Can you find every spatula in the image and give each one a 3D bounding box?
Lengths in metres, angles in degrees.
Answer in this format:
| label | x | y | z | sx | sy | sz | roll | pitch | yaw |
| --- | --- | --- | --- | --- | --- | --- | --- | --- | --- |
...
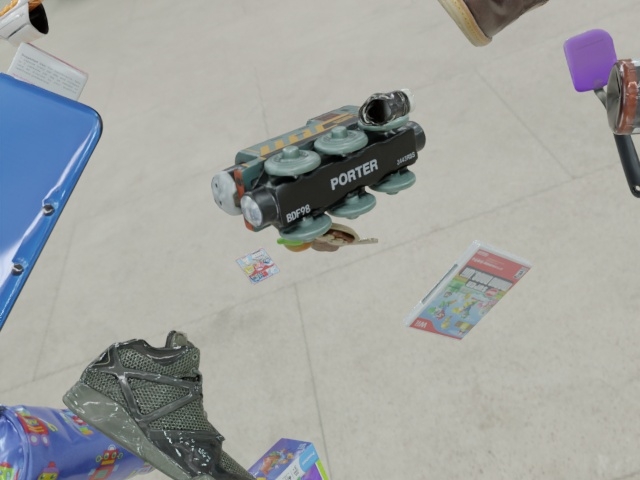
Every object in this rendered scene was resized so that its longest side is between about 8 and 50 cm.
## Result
| label | x | y | z | sx | sy | sz | roll | pitch | yaw |
| --- | --- | --- | --- | --- | --- | --- | --- | --- | --- |
| spatula | 0.489 | -0.206 | 1.171 | 0.084 | 0.296 | 0.030 | -14 | 16 | 49 |

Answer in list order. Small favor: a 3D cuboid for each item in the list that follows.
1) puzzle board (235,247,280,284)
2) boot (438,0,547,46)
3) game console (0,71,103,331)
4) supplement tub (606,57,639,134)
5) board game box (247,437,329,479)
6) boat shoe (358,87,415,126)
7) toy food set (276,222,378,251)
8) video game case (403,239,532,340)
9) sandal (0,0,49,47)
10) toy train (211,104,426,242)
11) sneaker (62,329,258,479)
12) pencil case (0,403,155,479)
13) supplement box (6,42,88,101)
| label | x | y | z | sx | sy | sz | roll | pitch | yaw |
| --- | --- | --- | --- | --- | --- | --- | --- | --- | --- |
| puzzle board | -0.193 | 0.078 | 2.177 | 0.128 | 0.096 | 0.011 | -26 | -14 | -49 |
| boot | 0.222 | -0.292 | 0.694 | 0.207 | 0.090 | 0.248 | -37 | -1 | 30 |
| game console | -0.400 | -0.034 | 0.762 | 0.250 | 0.173 | 0.293 | -4 | 60 | 58 |
| supplement tub | 0.500 | -0.198 | 0.950 | 0.198 | 0.106 | 0.106 | -1 | 39 | 10 |
| board game box | -0.101 | 0.499 | 1.047 | 0.078 | 0.233 | 0.347 | -8 | 20 | 44 |
| boat shoe | 0.077 | -0.170 | 0.919 | 0.038 | 0.046 | 0.125 | -25 | 14 | -22 |
| toy food set | 0.000 | 0.000 | 1.162 | 0.132 | 0.192 | 0.038 | -6 | 73 | 40 |
| video game case | 0.362 | 0.131 | 1.728 | 0.285 | 0.204 | 0.025 | -52 | 39 | 26 |
| sandal | -0.551 | -0.436 | 1.356 | 0.265 | 0.076 | 0.102 | -32 | 18 | 17 |
| toy train | 0.000 | -0.110 | 1.046 | 0.334 | 0.142 | 0.190 | -29 | 30 | -32 |
| sneaker | -0.134 | 0.179 | 0.726 | 0.130 | 0.227 | 0.087 | -54 | 10 | -19 |
| pencil case | -0.336 | 0.276 | 0.950 | 0.133 | 0.306 | 0.119 | 26 | 92 | 25 |
| supplement box | -0.471 | -0.196 | 1.130 | 0.220 | 0.114 | 0.111 | -63 | 22 | 7 |
